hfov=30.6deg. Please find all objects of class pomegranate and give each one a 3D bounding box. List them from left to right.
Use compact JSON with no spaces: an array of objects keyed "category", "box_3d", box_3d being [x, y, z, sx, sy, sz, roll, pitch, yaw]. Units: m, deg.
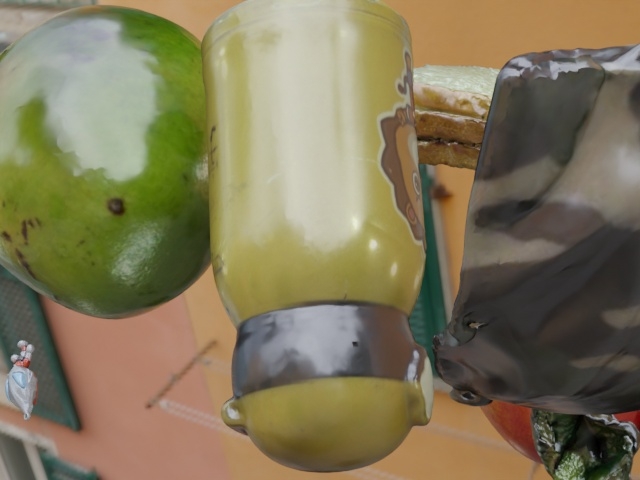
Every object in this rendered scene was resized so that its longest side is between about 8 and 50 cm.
[{"category":"pomegranate","box_3d":[-0.153,-0.080,1.109,0.358,0.216,0.310,22,41,-23]}]

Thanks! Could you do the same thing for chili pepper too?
[{"category":"chili pepper","box_3d":[0.378,0.320,1.581,0.116,0.265,0.148,-24,-12,-7]}]

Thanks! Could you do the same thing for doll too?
[{"category":"doll","box_3d":[-0.376,0.178,1.474,0.057,0.039,0.114,-28,45,8]}]

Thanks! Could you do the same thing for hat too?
[{"category":"hat","box_3d":[0.236,-0.043,0.559,0.381,0.257,0.366,-3,10,21]}]

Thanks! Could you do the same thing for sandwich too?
[{"category":"sandwich","box_3d":[0.165,-0.157,1.410,0.254,0.100,0.288,9,17,14]}]

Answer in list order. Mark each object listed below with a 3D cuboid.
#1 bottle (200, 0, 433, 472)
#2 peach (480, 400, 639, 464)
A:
[{"category":"bottle","box_3d":[0.000,0.000,0.899,0.171,0.351,0.171,-4,-16,-1]},{"category":"peach","box_3d":[0.429,0.207,2.025,0.370,0.370,0.370,-8,28,4]}]
